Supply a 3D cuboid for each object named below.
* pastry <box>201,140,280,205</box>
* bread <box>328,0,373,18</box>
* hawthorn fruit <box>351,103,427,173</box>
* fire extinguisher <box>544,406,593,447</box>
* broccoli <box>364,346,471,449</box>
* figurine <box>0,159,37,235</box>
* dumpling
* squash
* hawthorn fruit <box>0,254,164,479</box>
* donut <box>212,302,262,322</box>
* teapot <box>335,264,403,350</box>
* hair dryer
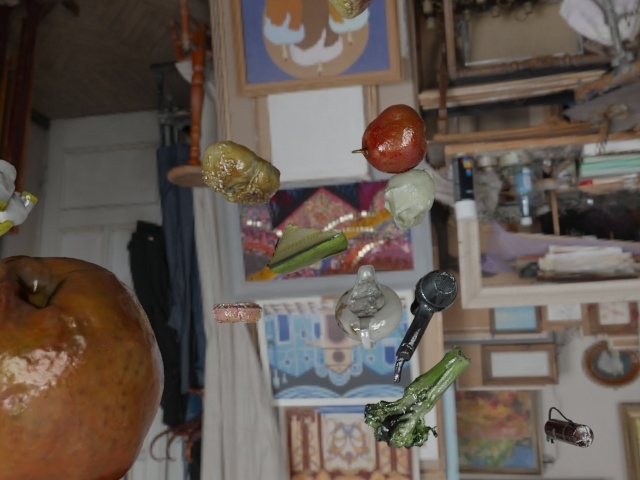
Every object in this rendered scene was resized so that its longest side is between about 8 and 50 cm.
[{"bbox_3d":[-0.306,-0.232,2.503,0.315,0.184,0.284,33,161,-37],"label":"pastry"},{"bbox_3d":[0.065,-0.507,1.315,0.067,0.119,0.192,-5,-152,40],"label":"bread"},{"bbox_3d":[0.197,-0.283,1.934,0.225,0.197,0.196,-18,168,-5],"label":"hawthorn fruit"},{"bbox_3d":[0.494,0.380,1.352,0.045,0.078,0.157,-3,171,-7],"label":"fire extinguisher"},{"bbox_3d":[0.248,0.379,1.633,0.304,0.145,0.165,-46,137,11],"label":"broccoli"},{"bbox_3d":[-0.679,-0.101,1.415,0.109,0.130,0.178,1,135,-5],"label":"figurine"},{"bbox_3d":[0.294,-0.132,2.128,0.147,0.193,0.258,4,-147,43],"label":"dumpling"},{"bbox_3d":[0.000,0.000,1.702,0.252,0.169,0.093,-25,119,34],"label":"squash"},{"bbox_3d":[-0.527,0.244,1.263,0.471,0.472,0.472,-1,167,0],"label":"hawthorn fruit"},{"bbox_3d":[-0.274,0.230,2.110,0.166,0.065,0.117,-5,170,21],"label":"donut"},{"bbox_3d":[0.143,0.212,1.976,0.204,0.298,0.139,-7,130,4],"label":"teapot"},{"bbox_3d":[0.206,0.199,1.491,0.091,0.272,0.235,31,158,5],"label":"hair dryer"}]
